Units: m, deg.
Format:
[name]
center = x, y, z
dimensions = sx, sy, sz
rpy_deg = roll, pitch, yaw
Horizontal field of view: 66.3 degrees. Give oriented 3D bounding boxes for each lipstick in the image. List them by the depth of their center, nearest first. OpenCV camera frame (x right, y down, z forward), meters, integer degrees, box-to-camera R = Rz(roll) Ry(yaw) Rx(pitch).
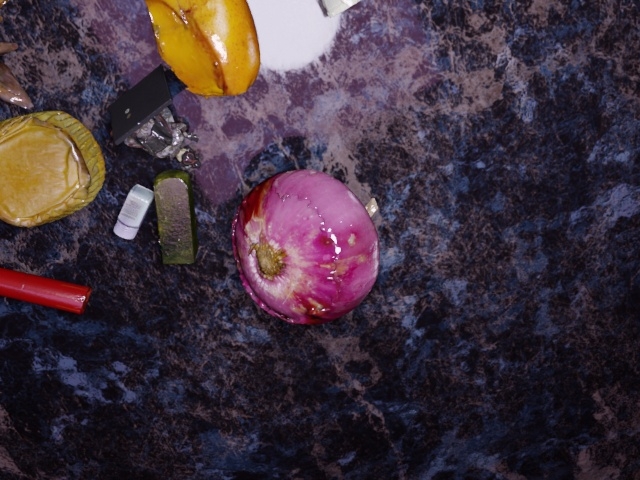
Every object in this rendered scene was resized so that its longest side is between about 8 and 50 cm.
[lipstick]
center = -0.718, 0.117, 1.206
dimensions = 0.280, 0.073, 0.073
rpy_deg = 17, 111, -14

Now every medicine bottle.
[medicine bottle]
center = -0.441, -0.065, 1.155
dimensions = 0.055, 0.074, 0.118
rpy_deg = 25, 110, -18

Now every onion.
[onion]
center = -0.026, 0.021, 1.133
dimensions = 0.358, 0.358, 0.345
rpy_deg = -49, 153, 15

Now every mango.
[mango]
center = -0.249, -0.445, 0.959
dimensions = 0.199, 0.201, 0.350
rpy_deg = -35, 110, -31

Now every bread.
[bread]
center = -0.608, -0.156, 1.058
dimensions = 0.254, 0.142, 0.227
rpy_deg = -20, 117, 5

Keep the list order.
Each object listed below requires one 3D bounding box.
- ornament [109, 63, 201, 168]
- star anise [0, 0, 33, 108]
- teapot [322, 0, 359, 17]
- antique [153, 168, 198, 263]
[ornament]
center = -0.343, -0.238, 1.092
dimensions = 0.166, 0.153, 0.196
rpy_deg = -33, 138, 9
[star anise]
center = -0.721, -0.381, 0.957
dimensions = 0.350, 0.109, 0.292
rpy_deg = -8, 120, -4
[teapot]
center = -0.003, -0.560, 0.990
dimensions = 0.107, 0.077, 0.200
rpy_deg = -13, 120, 33
[antique]
center = -0.343, -0.059, 1.170
dimensions = 0.081, 0.080, 0.220
rpy_deg = -1, 113, -8
